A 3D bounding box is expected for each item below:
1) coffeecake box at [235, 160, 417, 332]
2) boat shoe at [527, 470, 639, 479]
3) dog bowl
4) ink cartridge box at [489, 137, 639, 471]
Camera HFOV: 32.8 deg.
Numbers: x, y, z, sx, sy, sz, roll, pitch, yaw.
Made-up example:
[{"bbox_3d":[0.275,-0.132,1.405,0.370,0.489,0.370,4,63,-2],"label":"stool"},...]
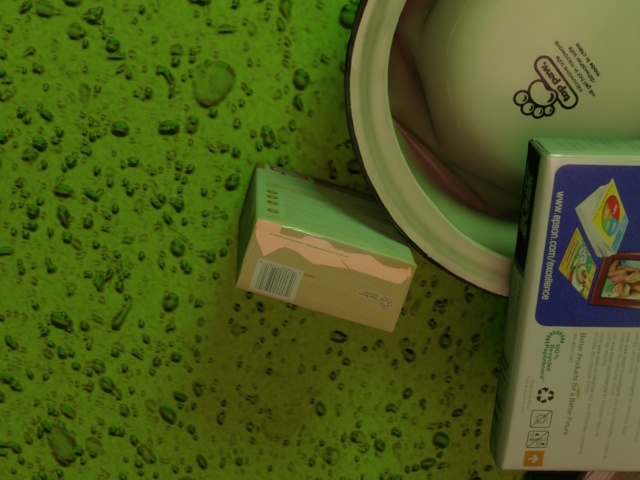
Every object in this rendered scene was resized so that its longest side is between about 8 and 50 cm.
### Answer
[{"bbox_3d":[0.000,0.000,0.991,0.142,0.185,0.068,16,108,-9],"label":"coffeecake box"},{"bbox_3d":[0.344,0.183,1.120,0.103,0.118,0.320,29,109,-19],"label":"boat shoe"},{"bbox_3d":[0.220,-0.156,0.970,0.407,0.150,0.408,-1,110,-3],"label":"dog bowl"},{"bbox_3d":[0.316,0.063,0.943,0.307,0.072,0.304,1,112,-6],"label":"ink cartridge box"}]
